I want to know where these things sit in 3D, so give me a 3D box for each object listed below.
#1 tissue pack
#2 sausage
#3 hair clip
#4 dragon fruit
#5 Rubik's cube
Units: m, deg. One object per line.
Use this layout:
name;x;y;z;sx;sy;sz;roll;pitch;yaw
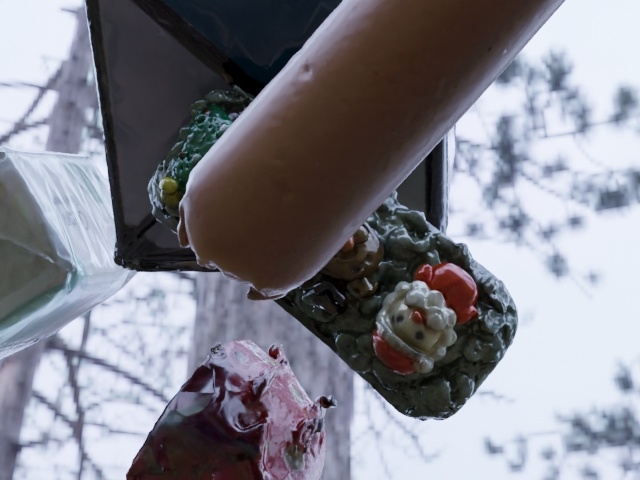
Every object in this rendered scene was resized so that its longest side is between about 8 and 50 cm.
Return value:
tissue pack;-0.369;0.028;1.777;0.266;0.356;0.194;-30;-92;7
sausage;0.040;-0.090;0.813;0.289;0.086;0.086;-47;-57;6
hair clip;-0.001;-0.001;1.203;0.138;0.321;0.091;-54;-18;2
dragon fruit;-0.073;0.208;1.577;0.161;0.274;0.126;29;-26;14
Rubik's cube;-0.034;-0.161;1.423;0.310;0.305;0.307;0;-64;8
